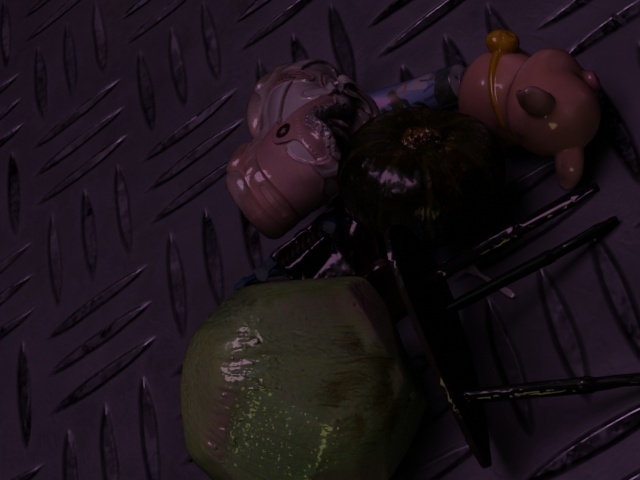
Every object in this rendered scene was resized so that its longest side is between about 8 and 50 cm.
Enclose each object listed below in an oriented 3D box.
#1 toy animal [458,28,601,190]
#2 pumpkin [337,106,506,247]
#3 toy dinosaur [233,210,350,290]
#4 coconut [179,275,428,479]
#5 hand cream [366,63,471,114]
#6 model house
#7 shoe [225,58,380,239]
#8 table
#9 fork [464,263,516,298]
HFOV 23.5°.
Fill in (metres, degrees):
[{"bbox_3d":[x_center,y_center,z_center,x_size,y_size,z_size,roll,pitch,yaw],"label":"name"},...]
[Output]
[{"bbox_3d":[0.275,-0.189,2.060,0.149,0.165,0.248,-48,29,-5],"label":"toy animal"},{"bbox_3d":[0.133,-0.083,2.024,0.223,0.157,0.224,1,38,0],"label":"pumpkin"},{"bbox_3d":[-0.014,0.016,2.244,0.329,0.076,0.144,-34,11,22],"label":"toy dinosaur"},{"bbox_3d":[-0.011,0.193,1.956,0.328,0.328,0.281,-63,19,-13],"label":"coconut"},{"bbox_3d":[0.136,-0.207,2.296,0.256,0.055,0.088,-17,58,45],"label":"hand cream"},{"bbox_3d":[0.042,0.038,2.132,0.203,0.141,0.164,-31,47,10],"label":"model house"},{"bbox_3d":[0.006,-0.157,2.250,0.198,0.172,0.351,-26,31,33],"label":"shoe"},{"bbox_3d":[0.247,0.058,1.830,0.249,0.317,0.317,-21,47,12],"label":"table"},{"bbox_3d":[0.221,0.051,2.044,0.016,0.012,0.115,-58,40,4],"label":"fork"}]
